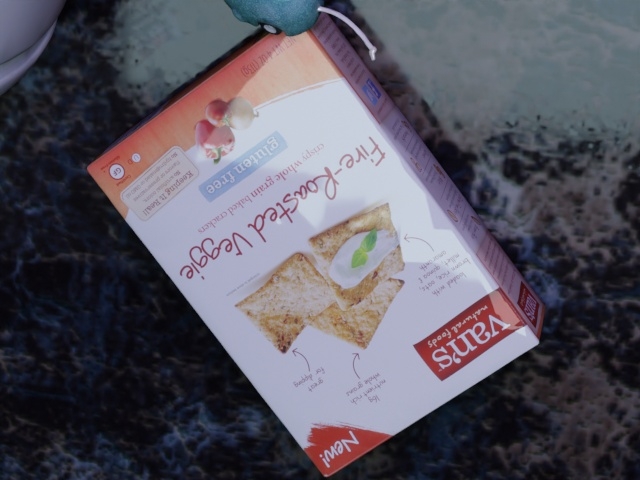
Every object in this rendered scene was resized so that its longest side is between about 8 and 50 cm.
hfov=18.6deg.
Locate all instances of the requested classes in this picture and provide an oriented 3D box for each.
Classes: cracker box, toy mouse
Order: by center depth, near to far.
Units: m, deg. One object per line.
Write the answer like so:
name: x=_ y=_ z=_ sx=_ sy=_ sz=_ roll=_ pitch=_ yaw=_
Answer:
toy mouse: x=-0.001 y=-0.159 z=1.050 sx=0.161 sy=0.031 sz=0.143 roll=-23 pitch=64 yaw=0
cracker box: x=0.000 y=0.000 z=1.122 sx=0.156 sy=0.067 sz=0.232 roll=-35 pitch=99 yaw=18

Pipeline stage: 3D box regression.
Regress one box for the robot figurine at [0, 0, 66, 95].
robot figurine: x=-0.208 y=-0.194 z=0.993 sx=0.199 sy=0.300 sz=0.353 roll=65 pitch=145 yaw=26
